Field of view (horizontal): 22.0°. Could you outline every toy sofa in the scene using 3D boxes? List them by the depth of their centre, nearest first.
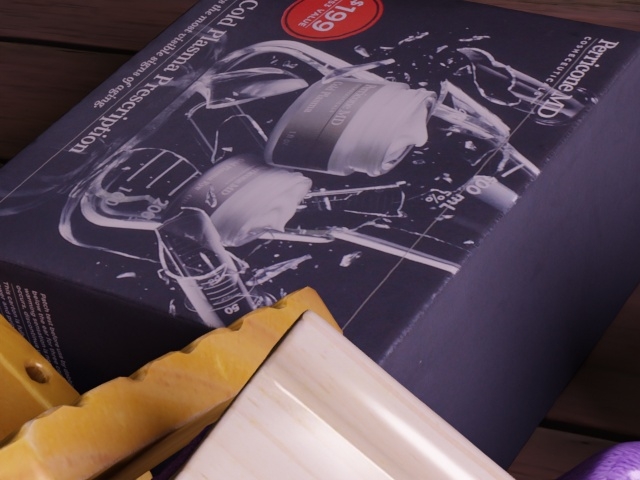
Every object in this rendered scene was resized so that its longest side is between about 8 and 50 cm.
[{"bbox_3d":[-0.026,0.156,0.667,0.150,0.362,0.177,40,57,-1],"label":"toy sofa"}]

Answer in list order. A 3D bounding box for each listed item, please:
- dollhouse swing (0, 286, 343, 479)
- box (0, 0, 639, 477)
[{"bbox_3d":[-0.226,0.062,0.754,0.315,0.305,0.347,44,29,13],"label":"dollhouse swing"},{"bbox_3d":[0.000,0.000,1.023,0.313,0.179,0.343,16,45,29],"label":"box"}]
